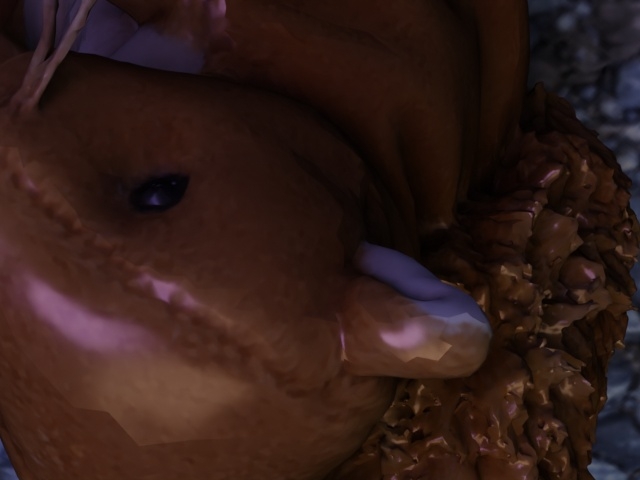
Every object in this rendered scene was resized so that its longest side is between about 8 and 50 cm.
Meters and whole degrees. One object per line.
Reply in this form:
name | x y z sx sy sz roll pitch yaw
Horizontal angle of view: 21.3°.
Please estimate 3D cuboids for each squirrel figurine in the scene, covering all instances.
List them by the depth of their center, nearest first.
squirrel figurine | 0.000 0.000 0.658 0.281 0.370 0.397 -38 115 18
